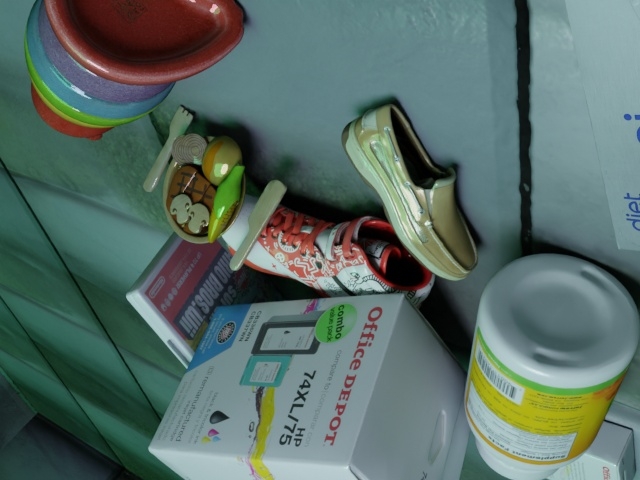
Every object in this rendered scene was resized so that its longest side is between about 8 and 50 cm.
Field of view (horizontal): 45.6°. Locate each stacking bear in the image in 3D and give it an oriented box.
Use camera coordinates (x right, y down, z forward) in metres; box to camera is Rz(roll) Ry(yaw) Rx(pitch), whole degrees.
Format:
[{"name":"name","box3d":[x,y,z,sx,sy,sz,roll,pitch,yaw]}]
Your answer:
[{"name":"stacking bear","box3d":[-0.231,-0.191,0.802,0.175,0.164,0.289,48,152,-12]}]

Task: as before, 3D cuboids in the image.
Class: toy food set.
[{"name":"toy food set","box3d":[-0.137,-0.063,0.860,0.192,0.132,0.038,38,-164,30]}]

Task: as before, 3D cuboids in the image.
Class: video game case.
[{"name":"video game case","box3d":[-0.114,0.110,1.000,0.025,0.204,0.285,-19,117,32]}]

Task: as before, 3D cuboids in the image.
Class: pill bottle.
[{"name":"pill bottle","box3d":[0.213,0.139,0.744,0.136,0.136,0.245,25,146,24]}]

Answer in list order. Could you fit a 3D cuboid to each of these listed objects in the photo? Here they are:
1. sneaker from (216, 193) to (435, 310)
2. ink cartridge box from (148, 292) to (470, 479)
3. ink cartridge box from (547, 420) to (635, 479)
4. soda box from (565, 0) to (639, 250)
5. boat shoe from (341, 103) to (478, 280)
[{"name":"sneaker","box3d":[0.001,0.000,0.847,0.270,0.090,0.145,34,147,4]},{"name":"ink cartridge box","box3d":[0.000,0.197,0.840,0.270,0.198,0.197,-8,135,37]},{"name":"ink cartridge box","box3d":[0.291,0.241,0.870,0.122,0.052,0.088,15,141,37]},{"name":"soda box","box3d":[0.218,-0.122,0.458,0.098,0.091,0.286,8,136,41]},{"name":"boat shoe","box3d":[0.098,-0.043,0.715,0.072,0.068,0.190,-25,111,44]}]
